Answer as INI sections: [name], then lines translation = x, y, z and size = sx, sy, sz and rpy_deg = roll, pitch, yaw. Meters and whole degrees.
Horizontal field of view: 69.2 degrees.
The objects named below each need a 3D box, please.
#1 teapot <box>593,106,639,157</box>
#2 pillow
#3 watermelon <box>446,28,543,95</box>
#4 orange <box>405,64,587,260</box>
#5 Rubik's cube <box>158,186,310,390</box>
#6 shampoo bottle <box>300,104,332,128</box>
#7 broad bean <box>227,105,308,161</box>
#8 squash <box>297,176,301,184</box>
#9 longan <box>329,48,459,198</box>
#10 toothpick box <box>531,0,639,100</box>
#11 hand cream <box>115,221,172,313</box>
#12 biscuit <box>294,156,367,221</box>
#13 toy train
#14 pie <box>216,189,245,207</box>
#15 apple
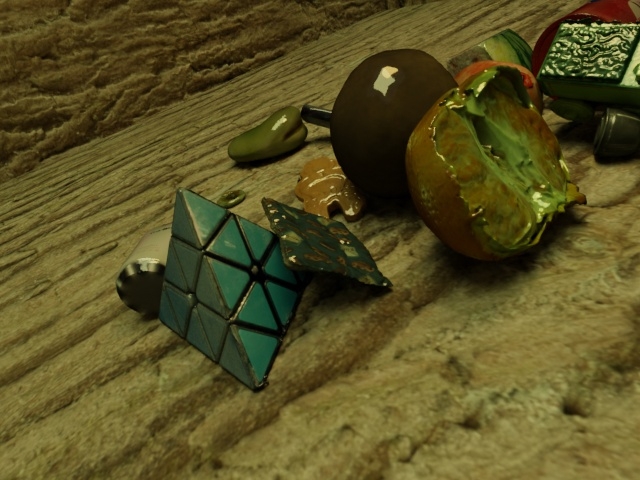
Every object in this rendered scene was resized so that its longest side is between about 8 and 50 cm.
[teapot]
translation = 0.574, -0.208, 0.876
size = 0.090, 0.092, 0.124
rpy_deg = 14, 47, 21
[pillow]
translation = 0.001, 0.000, 0.811
size = 0.189, 0.034, 0.255
rpy_deg = 14, 21, -24
[watermelon]
translation = 0.458, -0.418, 1.212
size = 0.201, 0.213, 0.261
rpy_deg = -9, 22, 49
[orange]
translation = 0.262, -0.122, 0.744
size = 0.334, 0.262, 0.196
rpy_deg = -45, 22, -24
[Rubik's cube]
translation = -0.147, 0.078, 0.765
size = 0.233, 0.229, 0.228
rpy_deg = 23, 83, 0
[shampoo bottle]
translation = 0.055, -0.349, 1.361
size = 0.233, 0.087, 0.049
rpy_deg = 20, 91, 24
[broad bean]
translation = -0.166, -0.309, 1.437
size = 0.263, 0.121, 0.189
rpy_deg = -23, 29, 20
[squash]
translation = 0.030, -0.159, 1.129
size = 0.183, 0.052, 0.052
rpy_deg = -22, 31, -3
[longan]
translation = 0.156, -0.228, 0.933
size = 0.297, 0.297, 0.297
rpy_deg = -14, 31, 8
[toothpick box]
translation = 0.687, -0.486, 1.130
size = 0.204, 0.204, 0.333
rpy_deg = 16, 43, 44
[hand cream]
translation = -0.327, 0.020, 0.992
size = 0.185, 0.118, 0.359
rpy_deg = -18, 24, 1
[biscuit]
translation = 0.016, -0.115, 1.037
size = 0.144, 0.040, 0.236
rpy_deg = -15, 46, -4
[toy train]
translation = 0.569, -0.323, 0.908
size = 0.271, 0.188, 0.159
rpy_deg = 26, 92, 41
[pie]
translation = -0.239, -0.112, 1.234
size = 0.085, 0.017, 0.085
rpy_deg = -14, 31, 8
[apple]
translation = 0.374, -0.293, 1.011
size = 0.209, 0.209, 0.164
rpy_deg = 14, 53, 43
